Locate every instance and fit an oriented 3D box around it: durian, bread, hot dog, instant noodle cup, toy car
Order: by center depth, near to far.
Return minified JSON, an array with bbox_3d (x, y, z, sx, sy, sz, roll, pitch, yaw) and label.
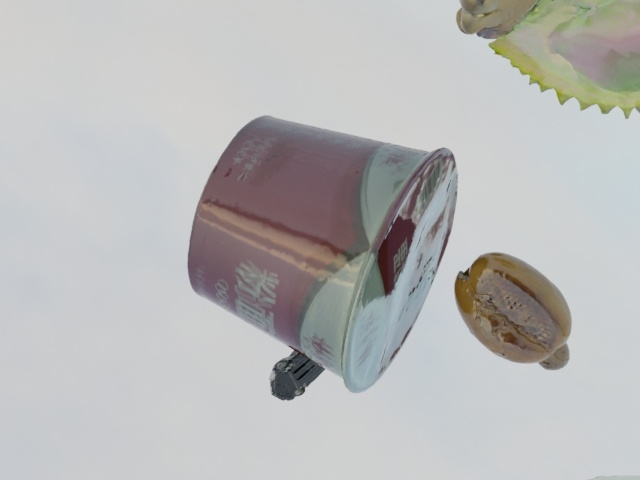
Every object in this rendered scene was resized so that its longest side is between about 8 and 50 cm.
[{"bbox_3d":[0.321,-0.240,1.539,0.169,0.352,0.158,33,-163,-41],"label":"durian"},{"bbox_3d":[0.000,0.000,1.619,0.178,0.235,0.235,21,-166,18],"label":"instant noodle cup"},{"bbox_3d":[0.187,0.068,1.681,0.140,0.090,0.060,38,-161,-6],"label":"hot dog"},{"bbox_3d":[-0.014,0.114,1.705,0.025,0.093,0.041,26,149,49],"label":"toy car"},{"bbox_3d":[0.210,-0.299,1.874,0.134,0.225,0.081,-6,-123,-8],"label":"bread"}]

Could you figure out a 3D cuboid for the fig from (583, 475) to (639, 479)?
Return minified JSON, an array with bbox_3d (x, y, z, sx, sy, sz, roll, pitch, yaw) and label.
[{"bbox_3d":[0.189,0.270,1.151,0.258,0.258,0.326,47,179,32],"label":"fig"}]
